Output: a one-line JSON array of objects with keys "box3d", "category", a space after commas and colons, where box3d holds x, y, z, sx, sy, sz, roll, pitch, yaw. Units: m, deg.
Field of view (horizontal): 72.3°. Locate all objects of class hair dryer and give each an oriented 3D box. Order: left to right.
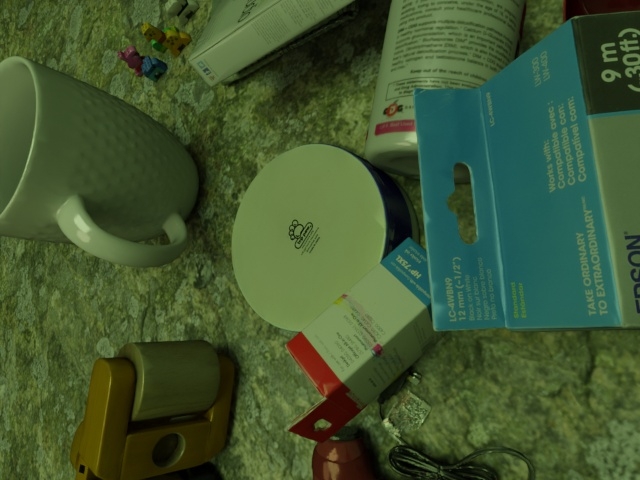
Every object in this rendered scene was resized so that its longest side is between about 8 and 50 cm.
[{"box3d": [0.084, 0.312, 0.535, 0.223, 0.080, 0.293, 41, 105, 33], "category": "hair dryer"}]

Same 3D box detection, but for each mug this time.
[{"box3d": [-0.373, -0.092, 0.765, 0.276, 0.328, 0.374, -51, 59, 17], "category": "mug"}]

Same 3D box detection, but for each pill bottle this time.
[{"box3d": [0.155, -0.225, 0.533, 0.160, 0.160, 0.283, 9, 87, 35], "category": "pill bottle"}]

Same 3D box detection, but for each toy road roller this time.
[{"box3d": [-0.304, 0.316, 0.732, 0.241, 0.203, 0.329, 8, 88, 45], "category": "toy road roller"}]

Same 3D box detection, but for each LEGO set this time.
[{"box3d": [-0.367, -0.442, 0.964, 0.227, 0.093, 0.087, -37, 64, 24], "category": "LEGO set"}]

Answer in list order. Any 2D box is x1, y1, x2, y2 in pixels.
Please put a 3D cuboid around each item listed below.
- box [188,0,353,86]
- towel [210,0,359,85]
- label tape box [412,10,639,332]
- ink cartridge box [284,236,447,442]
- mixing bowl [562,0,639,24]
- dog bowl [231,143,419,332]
[{"box3d": [-0.034, -0.375, 0.639, 0.322, 0.058, 0.232, -17, 46, 28], "category": "box"}, {"box3d": [-0.090, -0.478, 0.807, 0.324, 0.056, 0.312, -14, 74, 32], "category": "towel"}, {"box3d": [0.268, -0.052, 0.369, 0.348, 0.115, 0.249, -3, 79, 3], "category": "label tape box"}, {"box3d": [0.052, 0.121, 0.507, 0.231, 0.134, 0.078, -40, 56, -7], "category": "ink cartridge box"}, {"box3d": [0.327, -0.260, 0.440, 0.181, 0.181, 0.098, -33, 22, 25], "category": "mixing bowl"}, {"box3d": [0.000, 0.000, 0.633, 0.265, 0.104, 0.264, -7, 78, 33], "category": "dog bowl"}]
